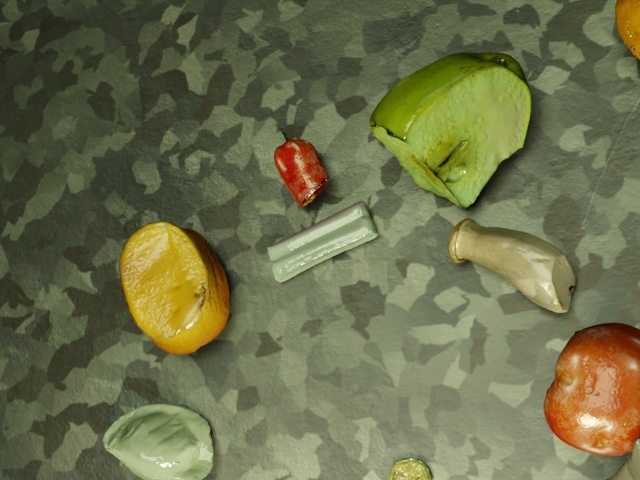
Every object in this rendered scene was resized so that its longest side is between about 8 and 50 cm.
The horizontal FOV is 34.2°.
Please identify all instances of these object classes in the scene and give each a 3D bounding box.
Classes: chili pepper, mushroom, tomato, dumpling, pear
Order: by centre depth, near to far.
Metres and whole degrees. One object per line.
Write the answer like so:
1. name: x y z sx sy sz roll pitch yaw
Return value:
1. tomato: 0.471 0.241 1.669 0.189 0.232 0.232 21 81 25
2. mushroom: 0.349 0.033 1.859 0.247 0.108 0.096 28 43 24
3. pear: 0.246 -0.240 1.905 0.282 0.286 0.176 -49 44 0
4. dumpling: -0.304 0.397 1.990 0.219 0.152 0.108 22 125 11
5. chili pepper: -0.049 -0.161 2.081 0.086 0.084 0.192 -27 69 -8

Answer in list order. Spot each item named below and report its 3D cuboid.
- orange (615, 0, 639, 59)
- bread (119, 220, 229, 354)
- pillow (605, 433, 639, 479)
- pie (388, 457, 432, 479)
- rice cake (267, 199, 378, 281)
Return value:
1. orange: 0.635 -0.408 1.838 0.219 0.193 0.219 2 100 10
2. bread: -0.288 0.090 2.052 0.195 0.142 0.269 -27 67 8
3. pillow: 0.489 0.454 1.587 0.228 0.101 0.326 59 140 26
4. pie: 0.158 0.426 1.839 0.084 0.021 0.084 -7 67 16
5. rice cake: -0.001 0.001 2.030 0.222 0.042 0.080 -26 67 12
